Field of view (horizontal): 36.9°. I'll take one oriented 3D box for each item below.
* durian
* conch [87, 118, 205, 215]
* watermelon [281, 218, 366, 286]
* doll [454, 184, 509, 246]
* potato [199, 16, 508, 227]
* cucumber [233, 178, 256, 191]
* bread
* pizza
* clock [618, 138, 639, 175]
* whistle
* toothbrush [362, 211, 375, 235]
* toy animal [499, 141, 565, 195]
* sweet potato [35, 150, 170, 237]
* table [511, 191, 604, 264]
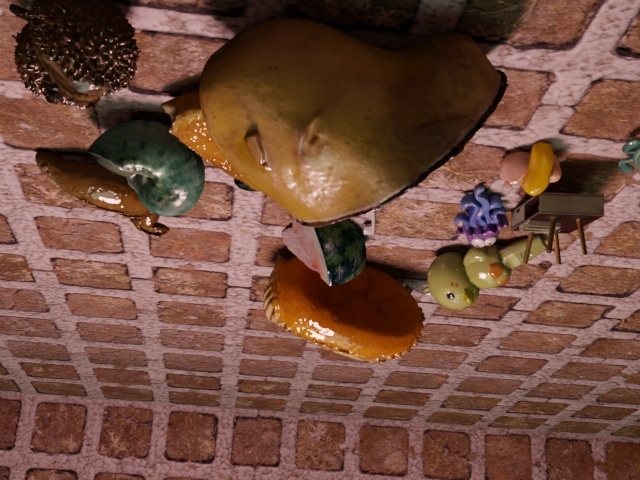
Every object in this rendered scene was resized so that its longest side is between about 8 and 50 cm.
[{"bbox_3d":[-0.364,-0.283,1.389,0.196,0.167,0.196,0,131,0],"label":"durian"},{"bbox_3d":[-0.292,-0.133,1.721,0.196,0.134,0.202,28,161,24],"label":"conch"},{"bbox_3d":[0.017,-0.011,2.085,0.202,0.136,0.207,33,-158,26],"label":"watermelon"},{"bbox_3d":[0.324,-0.045,1.940,0.110,0.067,0.206,-10,144,8],"label":"doll"},{"bbox_3d":[0.025,-0.219,1.381,0.397,0.290,0.296,-31,115,23],"label":"potato"},{"bbox_3d":[-0.083,-0.114,1.868,0.184,0.033,0.036,-4,174,21],"label":"cucumber"},{"bbox_3d":[0.060,0.162,2.234,0.389,0.236,0.183,12,156,-18],"label":"bread"},{"bbox_3d":[-0.089,-0.197,1.611,0.268,0.087,0.258,-16,146,36],"label":"pizza"},{"bbox_3d":[0.620,-0.144,1.675,0.189,0.060,0.148,-2,157,13],"label":"clock"},{"bbox_3d":[0.358,0.076,2.126,0.294,0.141,0.141,-16,150,34],"label":"whistle"},{"bbox_3d":[0.104,-0.073,1.951,0.024,0.021,0.288,-6,156,-3],"label":"toothbrush"},{"bbox_3d":[0.386,-0.120,1.734,0.114,0.091,0.082,-17,164,35],"label":"toy animal"},{"bbox_3d":[-0.401,-0.095,1.876,0.124,0.098,0.310,-10,151,44],"label":"sweet potato"},{"bbox_3d":[0.451,-0.018,1.849,0.122,0.111,0.240,3,173,0],"label":"table"}]
